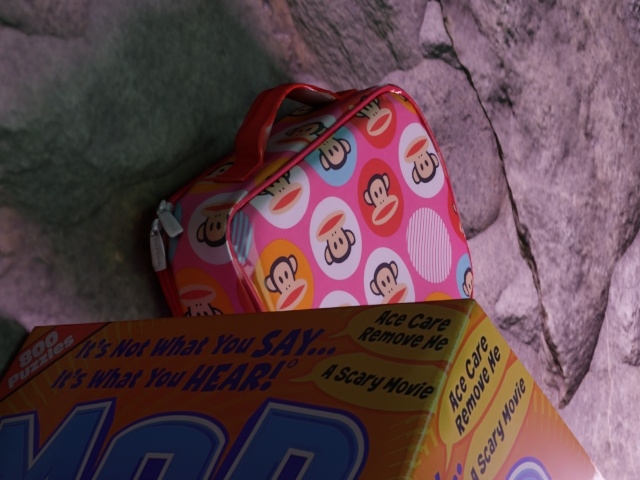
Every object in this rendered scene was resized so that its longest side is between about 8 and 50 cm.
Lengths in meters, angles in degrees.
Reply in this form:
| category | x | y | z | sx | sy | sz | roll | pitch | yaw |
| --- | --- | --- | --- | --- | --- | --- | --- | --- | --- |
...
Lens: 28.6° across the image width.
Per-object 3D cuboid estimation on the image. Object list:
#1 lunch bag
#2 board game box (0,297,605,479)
| category | x | y | z | sx | sy | sz | roll | pitch | yaw |
| --- | --- | --- | --- | --- | --- | --- | --- | --- | --- |
| lunch bag | 0.000 | 0.000 | 1.020 | 0.293 | 0.120 | 0.258 | -39 | 115 | -46 |
| board game box | -0.030 | 0.289 | 0.751 | 0.356 | 0.356 | 0.356 | 51 | 49 | -35 |
